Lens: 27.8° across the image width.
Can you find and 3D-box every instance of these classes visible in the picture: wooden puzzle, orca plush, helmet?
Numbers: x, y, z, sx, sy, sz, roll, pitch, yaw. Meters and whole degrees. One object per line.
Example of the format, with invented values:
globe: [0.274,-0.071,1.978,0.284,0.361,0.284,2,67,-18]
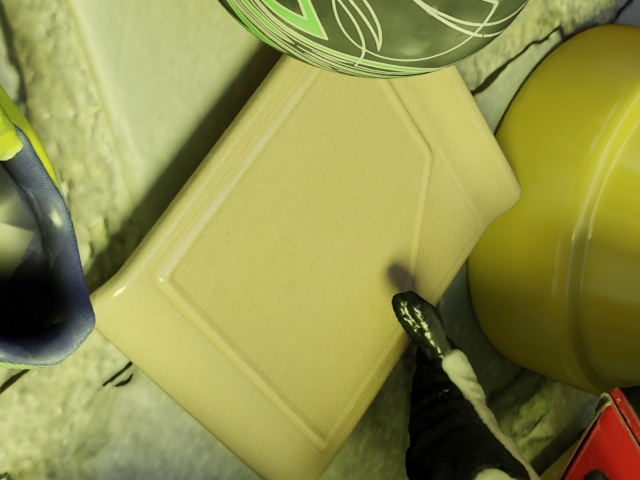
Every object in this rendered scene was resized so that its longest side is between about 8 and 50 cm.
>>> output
wooden puzzle: [0.000,0.000,0.718,0.239,0.044,0.221,-51,137,-12]
orca plush: [0.077,0.155,0.665,0.102,0.287,0.151,-7,152,-23]
helmet: [0.021,-0.153,0.577,0.169,0.169,0.161,-8,94,-46]

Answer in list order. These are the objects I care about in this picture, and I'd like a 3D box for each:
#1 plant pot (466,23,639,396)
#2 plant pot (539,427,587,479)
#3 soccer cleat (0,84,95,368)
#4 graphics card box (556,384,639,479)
plant pot: [0.265,0.002,0.852,0.254,0.239,0.254,-21,120,-40]
plant pot: [0.240,0.280,0.965,0.227,0.228,0.207,-36,123,-32]
soccer cleat: [-0.153,-0.072,0.453,0.093,0.121,0.289,-40,132,-28]
graphics card box: [0.300,0.166,0.755,0.371,0.094,0.233,-5,136,-22]
